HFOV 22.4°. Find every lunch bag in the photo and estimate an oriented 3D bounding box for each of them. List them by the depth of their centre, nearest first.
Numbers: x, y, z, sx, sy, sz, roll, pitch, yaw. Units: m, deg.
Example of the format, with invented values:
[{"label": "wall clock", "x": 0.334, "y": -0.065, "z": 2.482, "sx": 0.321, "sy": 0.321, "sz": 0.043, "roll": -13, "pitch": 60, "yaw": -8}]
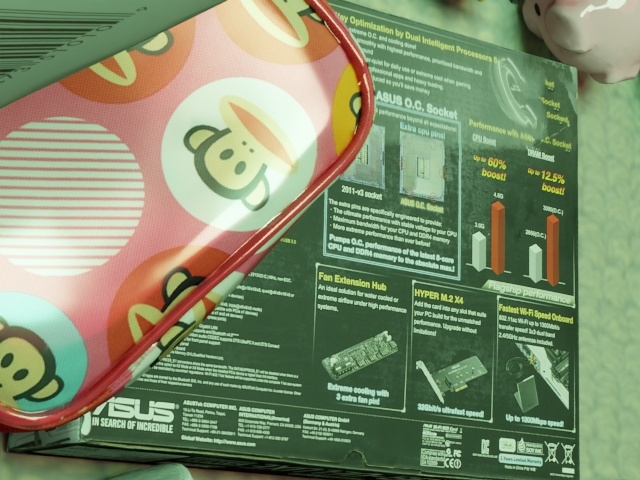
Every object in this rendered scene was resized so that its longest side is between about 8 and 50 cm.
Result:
[{"label": "lunch bag", "x": -0.126, "y": -0.094, "z": 0.666, "sx": 0.258, "sy": 0.120, "sz": 0.293, "roll": -43, "pitch": 94, "yaw": -16}]

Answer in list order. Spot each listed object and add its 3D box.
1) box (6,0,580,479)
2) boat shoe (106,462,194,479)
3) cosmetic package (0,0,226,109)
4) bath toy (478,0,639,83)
[{"label": "box", "x": 0.000, "y": 0.000, "z": 0.836, "sx": 0.307, "sy": 0.076, "sz": 0.242, "roll": 10, "pitch": 75, "yaw": -34}, {"label": "boat shoe", "x": -0.094, "y": 0.199, "z": 0.626, "sx": 0.119, "sy": 0.121, "sz": 0.335, "roll": 64, "pitch": 21, "yaw": -9}, {"label": "cosmetic package", "x": -0.168, "y": -0.231, "z": 0.486, "sx": 0.156, "sy": 0.217, "sz": 0.385, "roll": -13, "pitch": 83, "yaw": -60}, {"label": "bath toy", "x": 0.169, "y": -0.160, "z": 0.954, "sx": 0.348, "sy": 0.151, "sz": 0.129, "roll": 33, "pitch": 51, "yaw": -34}]
